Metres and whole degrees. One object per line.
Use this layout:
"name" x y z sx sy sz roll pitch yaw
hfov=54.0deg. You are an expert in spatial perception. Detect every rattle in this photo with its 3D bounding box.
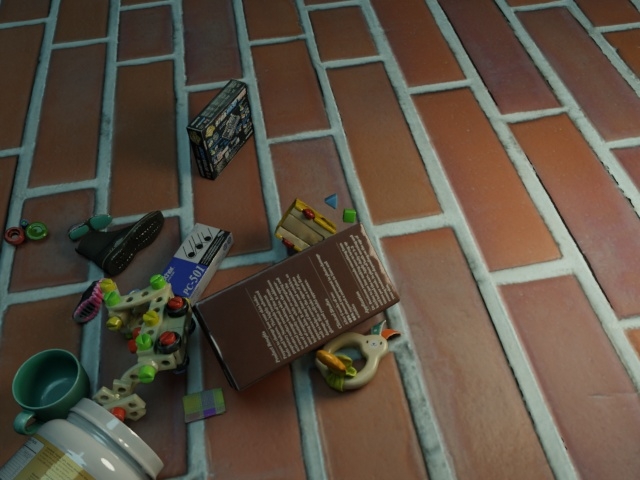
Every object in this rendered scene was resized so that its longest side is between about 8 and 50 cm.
"rattle" 0.080 0.201 1.276 0.200 0.142 0.130 -30 36 -12

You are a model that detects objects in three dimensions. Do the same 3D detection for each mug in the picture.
"mug" -0.541 0.303 1.251 0.158 0.097 0.129 -32 56 -20

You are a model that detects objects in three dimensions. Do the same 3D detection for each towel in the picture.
"towel" -0.236 0.331 1.266 0.083 0.009 0.060 -13 50 -8

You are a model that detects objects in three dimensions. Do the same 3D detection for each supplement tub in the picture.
"supplement tub" -0.439 0.446 1.043 0.228 0.228 0.316 26 56 23

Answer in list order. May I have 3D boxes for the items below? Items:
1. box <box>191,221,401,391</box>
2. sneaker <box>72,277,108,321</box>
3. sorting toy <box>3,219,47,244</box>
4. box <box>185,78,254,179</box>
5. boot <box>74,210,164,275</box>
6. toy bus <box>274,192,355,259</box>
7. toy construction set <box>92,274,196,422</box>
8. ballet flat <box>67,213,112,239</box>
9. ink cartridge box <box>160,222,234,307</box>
"box" -0.051 0.132 1.292 0.382 0.143 0.191 -26 88 -19
"sneaker" -0.528 0.136 1.432 0.057 0.047 0.119 1 46 34
"sorting toy" -0.735 -0.016 1.572 0.102 0.042 0.061 -9 65 -19
"box" -0.261 -0.296 1.680 0.051 0.175 0.220 19 55 19
"boot" -0.492 -0.018 1.534 0.137 0.076 0.198 23 54 27
"toy bus" -0.007 -0.011 1.469 0.191 0.202 0.104 -8 18 3
"toy construction set" -0.369 0.204 1.283 0.215 0.151 0.327 -8 50 4
"ballet flat" -0.582 -0.041 1.579 0.114 0.041 0.041 -28 54 -20
"ink cartridge box" -0.295 0.055 1.474 0.097 0.046 0.207 15 53 16
